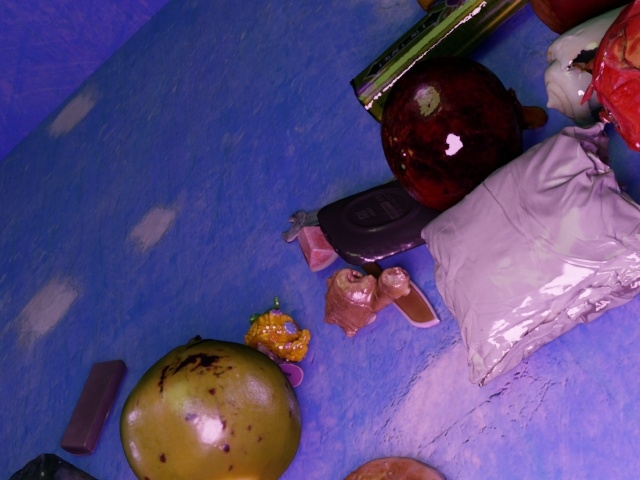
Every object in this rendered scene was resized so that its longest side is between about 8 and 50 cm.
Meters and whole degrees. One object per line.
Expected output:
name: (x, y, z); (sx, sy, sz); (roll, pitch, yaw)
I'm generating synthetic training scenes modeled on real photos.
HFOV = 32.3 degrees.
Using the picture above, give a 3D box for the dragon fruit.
dragon fruit: (0.459, -0.212, 1.350); (0.252, 0.241, 0.241); (-57, 27, 15)

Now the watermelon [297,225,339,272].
watermelon: (0.004, 0.004, 1.851); (0.092, 0.072, 0.084); (-42, 47, 2)

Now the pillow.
pillow: (0.281, 0.012, 1.410); (0.310, 0.138, 0.283); (-36, 41, 24)

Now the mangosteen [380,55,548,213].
mangosteen: (0.224, -0.164, 1.634); (0.261, 0.236, 0.235); (-18, 25, -16)

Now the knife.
knife: (0.117, 0.072, 1.668); (0.046, 0.022, 0.256); (-44, 30, 1)

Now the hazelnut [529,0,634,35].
hazelnut: (0.421, -0.411, 1.692); (0.208, 0.208, 0.208); (-33, 33, 25)

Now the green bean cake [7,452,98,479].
green bean cake: (-0.468, 0.540, 1.752); (0.300, 0.169, 0.308); (-40, 31, 18)

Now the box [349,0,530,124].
box: (0.211, -0.350, 1.962); (0.345, 0.097, 0.134); (-40, 22, 15)

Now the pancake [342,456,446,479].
pancake: (0.069, 0.385, 1.343); (0.282, 0.049, 0.282); (-30, 37, 26)

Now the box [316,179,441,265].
box: (0.104, -0.037, 1.729); (0.201, 0.042, 0.212); (-22, 30, -5)

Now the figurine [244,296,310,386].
figurine: (-0.061, 0.148, 1.737); (0.115, 0.094, 0.156); (-48, 32, 25)

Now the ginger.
ginger: (0.064, 0.073, 1.649); (0.165, 0.096, 0.067); (-40, -9, 35)

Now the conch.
conch: (0.419, -0.267, 1.544); (0.250, 0.143, 0.137); (-37, 39, 16)

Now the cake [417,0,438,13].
cake: (0.223, -0.530, 2.044); (0.179, 0.156, 0.260); (-36, 3, 8)

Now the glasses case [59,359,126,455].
glasses case: (-0.425, 0.313, 2.081); (0.072, 0.042, 0.191); (-14, 44, 35)

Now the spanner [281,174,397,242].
spanner: (0.040, -0.058, 1.924); (0.302, 0.017, 0.071); (-20, 40, 40)

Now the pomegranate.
pomegranate: (-0.148, 0.287, 1.562); (0.260, 0.260, 0.341); (-40, 44, 14)
